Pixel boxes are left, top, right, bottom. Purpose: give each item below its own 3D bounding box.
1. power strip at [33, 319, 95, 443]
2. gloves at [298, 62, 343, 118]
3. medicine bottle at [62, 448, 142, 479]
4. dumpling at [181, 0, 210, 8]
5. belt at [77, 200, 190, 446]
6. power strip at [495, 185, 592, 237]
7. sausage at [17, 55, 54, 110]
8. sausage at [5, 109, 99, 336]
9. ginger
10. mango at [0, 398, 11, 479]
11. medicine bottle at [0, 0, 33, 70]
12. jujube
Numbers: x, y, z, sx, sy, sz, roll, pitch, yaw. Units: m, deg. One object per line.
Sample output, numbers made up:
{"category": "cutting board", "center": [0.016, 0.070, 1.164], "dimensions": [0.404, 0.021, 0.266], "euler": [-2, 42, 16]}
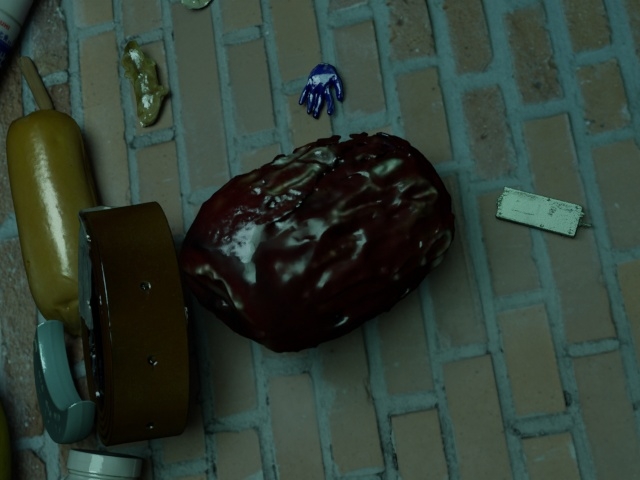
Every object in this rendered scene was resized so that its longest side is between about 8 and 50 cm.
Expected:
{"category": "power strip", "center": [-0.388, 0.214, 1.405], "dimensions": [0.216, 0.044, 0.137], "euler": [52, 137, 42]}
{"category": "gloves", "center": [0.004, -0.229, 1.459], "dimensions": [0.064, 0.026, 0.086], "euler": [20, 83, 15]}
{"category": "medicine bottle", "center": [-0.324, 0.426, 1.335], "dimensions": [0.131, 0.131, 0.250], "euler": [5, 79, 15]}
{"category": "dumpling", "center": [-0.200, -0.419, 1.549], "dimensions": [0.052, 0.057, 0.076], "euler": [-40, 39, 40]}
{"category": "belt", "center": [-0.264, 0.112, 1.341], "dimensions": [0.122, 0.217, 0.339], "euler": [-5, 85, -24]}
{"category": "power strip", "center": [0.316, -0.038, 1.343], "dimensions": [0.136, 0.019, 0.051], "euler": [15, 80, 16]}
{"category": "sausage", "center": [-0.474, -0.257, 1.583], "dimensions": [0.026, 0.026, 0.116], "euler": [-31, 73, 5]}
{"category": "sausage", "center": [-0.405, -0.025, 1.471], "dimensions": [0.134, 0.116, 0.354], "euler": [-16, 78, 3]}
{"category": "ginger", "center": [-0.283, -0.254, 1.529], "dimensions": [0.057, 0.044, 0.137], "euler": [-13, 79, -20]}
{"category": "mango", "center": [-0.581, 0.313, 1.411], "dimensions": [0.252, 0.182, 0.365], "euler": [-14, 64, 12]}
{"category": "medicine bottle", "center": [-0.578, -0.338, 1.573], "dimensions": [0.130, 0.130, 0.341], "euler": [21, 83, 17]}
{"category": "jujube", "center": [0.000, 0.000, 1.278], "dimensions": [0.376, 0.258, 0.258], "euler": [-25, 72, -7]}
